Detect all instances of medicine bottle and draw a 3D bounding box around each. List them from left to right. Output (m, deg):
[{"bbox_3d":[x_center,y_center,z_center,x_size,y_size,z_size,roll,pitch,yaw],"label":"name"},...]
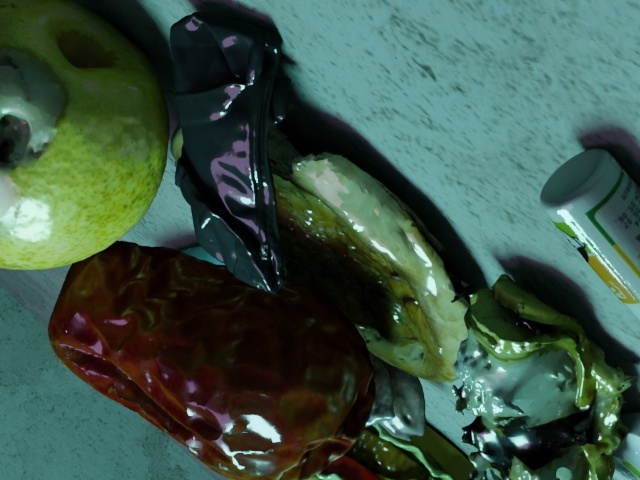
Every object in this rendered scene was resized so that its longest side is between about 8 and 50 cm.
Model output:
[{"bbox_3d":[0.241,0.026,1.019,0.220,0.061,0.092,46,-175,-19],"label":"medicine bottle"}]

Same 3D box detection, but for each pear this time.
[{"bbox_3d":[-0.278,-0.100,1.386,0.271,0.271,0.271,35,162,14],"label":"pear"}]

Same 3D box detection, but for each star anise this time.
[{"bbox_3d":[0.020,0.141,1.607,0.229,0.093,0.236,39,-171,22],"label":"star anise"}]

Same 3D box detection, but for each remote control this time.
[{"bbox_3d":[0.290,0.215,1.396,0.103,0.034,0.250,41,163,-6],"label":"remote control"}]

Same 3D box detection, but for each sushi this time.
[{"bbox_3d":[0.200,0.161,1.268,0.139,0.131,0.291,32,142,46],"label":"sushi"}]

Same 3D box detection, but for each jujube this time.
[{"bbox_3d":[-0.118,0.113,1.428,0.342,0.216,0.216,24,158,22],"label":"jujube"}]

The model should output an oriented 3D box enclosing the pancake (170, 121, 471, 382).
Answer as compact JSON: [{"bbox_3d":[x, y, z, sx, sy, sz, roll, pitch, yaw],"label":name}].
[{"bbox_3d":[0.001,-0.001,1.396,0.382,0.071,0.382,35,162,13],"label":"pancake"}]

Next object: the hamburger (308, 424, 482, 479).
[{"bbox_3d":[0.072,0.352,1.863,0.274,0.212,0.274,35,162,13],"label":"hamburger"}]

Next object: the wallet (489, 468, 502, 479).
[{"bbox_3d":[0.244,0.270,1.513,0.168,0.052,0.245,37,174,19],"label":"wallet"}]

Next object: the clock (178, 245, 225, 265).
[{"bbox_3d":[-0.107,0.125,1.881,0.274,0.094,0.223,42,162,-15],"label":"clock"}]

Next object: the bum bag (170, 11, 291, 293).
[{"bbox_3d":[-0.081,-0.076,1.241,0.123,0.060,0.248,17,115,39],"label":"bum bag"}]
